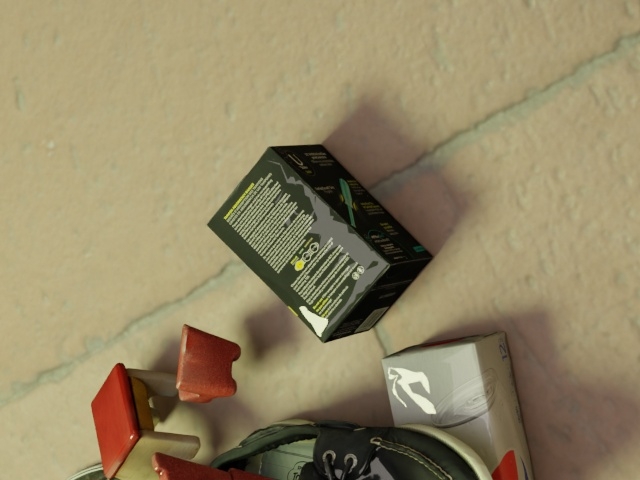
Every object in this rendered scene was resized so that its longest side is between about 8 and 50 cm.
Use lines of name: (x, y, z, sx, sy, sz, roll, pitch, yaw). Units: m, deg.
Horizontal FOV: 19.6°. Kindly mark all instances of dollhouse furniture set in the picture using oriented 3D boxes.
dollhouse furniture set: (-0.141, 0.215, 1.655, 0.201, 0.152, 0.374, -55, 35, 29)

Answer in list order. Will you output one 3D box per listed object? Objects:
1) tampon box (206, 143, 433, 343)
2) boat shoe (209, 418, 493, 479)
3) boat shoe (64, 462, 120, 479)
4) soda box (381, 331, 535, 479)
tampon box: (0.000, 0.000, 1.724, 0.161, 0.120, 0.101, 45, 109, 15)
boat shoe: (0.014, 0.223, 1.660, 0.340, 0.113, 0.127, 10, 105, 52)
boat shoe: (-0.185, 0.261, 1.854, 0.219, 0.070, 0.077, -8, 90, 25)
soda box: (0.141, 0.232, 1.693, 0.098, 0.091, 0.286, -11, 89, 24)
